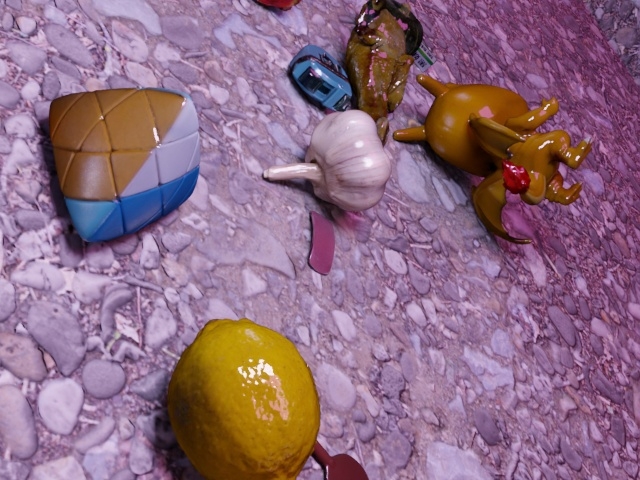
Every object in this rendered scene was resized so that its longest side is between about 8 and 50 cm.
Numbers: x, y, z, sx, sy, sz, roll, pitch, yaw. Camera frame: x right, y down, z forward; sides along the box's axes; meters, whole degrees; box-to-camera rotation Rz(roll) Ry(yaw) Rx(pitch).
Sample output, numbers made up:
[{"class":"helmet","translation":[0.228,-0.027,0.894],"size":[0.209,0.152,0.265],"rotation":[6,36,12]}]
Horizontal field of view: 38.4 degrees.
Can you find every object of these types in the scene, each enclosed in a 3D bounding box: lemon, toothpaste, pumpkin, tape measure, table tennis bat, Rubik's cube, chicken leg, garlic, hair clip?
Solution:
[{"class":"lemon","translation":[-0.104,0.224,1.249],"size":[0.204,0.204,0.260],"rotation":[1,59,-47]},{"class":"toothpaste","translation":[0.217,-0.503,2.302],"size":[0.178,0.043,0.037],"rotation":[47,38,-10]},{"class":"pumpkin","translation":[0.168,-0.506,2.183],"size":[0.167,0.125,0.167],"rotation":[18,53,-25]},{"class":"tape measure","translation":[-0.001,-0.342,1.907],"size":[0.146,0.081,0.125],"rotation":[29,33,-33]},{"class":"table tennis bat","translation":[0.028,0.363,1.435],"size":[0.155,0.019,0.098],"rotation":[50,37,-10]},{"class":"Rubik's cube","translation":[-0.244,-0.133,1.367],"size":[0.254,0.254,0.255],"rotation":[28,44,-31]},{"class":"chicken leg","translation":[0.119,-0.333,1.996],"size":[0.211,0.140,0.361],"rotation":[42,46,-55]},{"class":"garlic","translation":[0.005,-0.139,1.699],"size":[0.225,0.199,0.199],"rotation":[-12,69,-23]},{"class":"hair clip","translation":[0.001,0.000,1.688],"size":[0.054,0.022,0.137],"rotation":[33,42,-31]}]

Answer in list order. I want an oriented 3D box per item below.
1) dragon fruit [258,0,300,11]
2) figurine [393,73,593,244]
[{"class":"dragon fruit","translation":[-0.083,-0.560,1.960],"size":[0.207,0.133,0.150],"rotation":[-14,98,-68]},{"class":"figurine","translation":[0.388,-0.220,2.030],"size":[0.387,0.268,0.401],"rotation":[35,-10,29]}]
